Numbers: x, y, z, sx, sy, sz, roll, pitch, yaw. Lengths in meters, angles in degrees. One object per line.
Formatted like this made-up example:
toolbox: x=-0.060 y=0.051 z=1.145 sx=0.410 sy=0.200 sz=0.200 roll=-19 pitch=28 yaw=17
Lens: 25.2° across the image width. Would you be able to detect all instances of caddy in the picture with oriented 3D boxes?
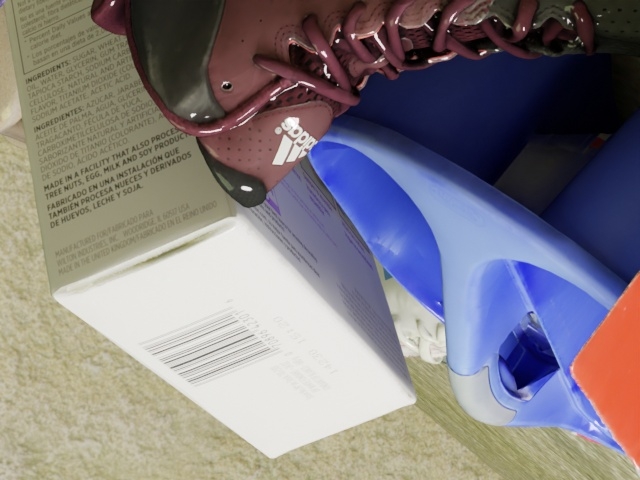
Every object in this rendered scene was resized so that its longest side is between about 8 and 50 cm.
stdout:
caddy: x=0.124 y=0.013 z=0.714 sx=0.241 sy=0.179 sz=0.341 roll=33 pitch=171 yaw=27

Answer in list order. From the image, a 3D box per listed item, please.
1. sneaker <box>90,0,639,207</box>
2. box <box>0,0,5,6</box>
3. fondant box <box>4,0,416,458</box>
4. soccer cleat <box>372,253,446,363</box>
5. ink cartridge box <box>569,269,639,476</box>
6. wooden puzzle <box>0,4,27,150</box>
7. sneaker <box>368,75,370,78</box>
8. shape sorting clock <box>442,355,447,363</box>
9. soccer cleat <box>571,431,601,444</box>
sneaker: x=0.036 y=-0.072 z=0.552 sx=0.281 sy=0.162 sz=0.106 roll=22 pitch=169 yaw=20
box: x=-0.107 y=-0.182 z=0.502 sx=0.108 sy=0.207 sz=0.153 roll=39 pitch=173 yaw=-19
fondant box: x=-0.068 y=-0.076 z=0.770 sx=0.238 sy=0.096 sz=0.330 roll=49 pitch=-158 yaw=-56
soccer cleat: x=0.119 y=0.050 z=1.095 sx=0.116 sy=0.143 sz=0.331 roll=42 pitch=171 yaw=-28
ink cartridge box: x=0.184 y=0.028 z=0.485 sx=0.066 sy=0.189 sz=0.232 roll=33 pitch=170 yaw=31
wooden puzzle: x=-0.254 y=-0.209 z=0.890 sx=0.348 sy=0.081 sz=0.322 roll=-178 pitch=70 yaw=-79
sneaker: x=0.032 y=-0.099 z=0.951 sx=0.082 sy=0.069 sz=0.209 roll=62 pitch=178 yaw=2
shape sorting clock: x=0.174 y=0.116 z=1.494 sx=0.206 sy=0.040 sz=0.206 roll=21 pitch=168 yaw=5
soccer cleat: x=0.251 y=0.115 z=1.192 sx=0.095 sy=0.083 sz=0.248 roll=4 pitch=156 yaw=16
